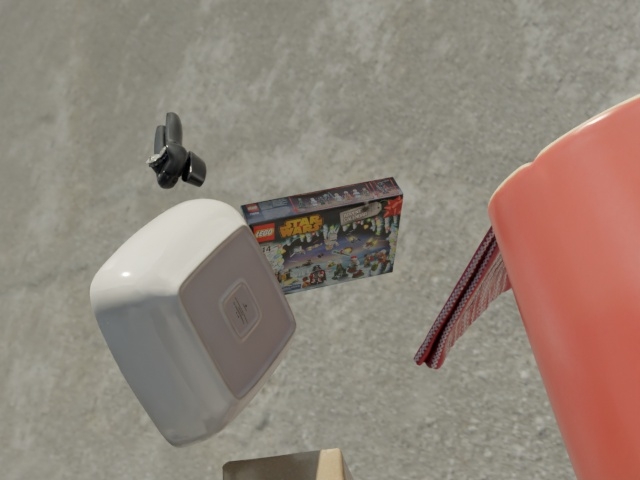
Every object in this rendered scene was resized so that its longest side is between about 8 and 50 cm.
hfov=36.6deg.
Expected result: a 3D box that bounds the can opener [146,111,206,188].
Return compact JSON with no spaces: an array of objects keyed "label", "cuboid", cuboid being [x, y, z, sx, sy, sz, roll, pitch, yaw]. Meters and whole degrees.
[{"label":"can opener","cuboid":[-0.206,-0.122,1.325,0.059,0.073,0.186,-45,32,11]}]

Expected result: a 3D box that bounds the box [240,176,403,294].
[{"label":"box","cuboid":[0.000,0.000,0.825,0.027,0.137,0.094,-117,22,-43]}]

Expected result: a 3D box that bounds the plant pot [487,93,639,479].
[{"label":"plant pot","cuboid":[0.261,0.035,0.696,0.275,0.275,0.243,-37,71,31]}]

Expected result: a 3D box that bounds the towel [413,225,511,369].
[{"label":"towel","cuboid":[0.198,0.016,1.035,0.031,0.275,0.199,33,118,15]}]

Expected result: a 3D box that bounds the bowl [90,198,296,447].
[{"label":"bowl","cuboid":[-0.072,0.049,0.648,0.053,0.142,0.142,-13,22,35]}]

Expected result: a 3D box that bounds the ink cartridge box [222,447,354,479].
[{"label":"ink cartridge box","cuboid":[0.001,0.286,0.644,0.088,0.193,0.235,-9,54,7]}]
